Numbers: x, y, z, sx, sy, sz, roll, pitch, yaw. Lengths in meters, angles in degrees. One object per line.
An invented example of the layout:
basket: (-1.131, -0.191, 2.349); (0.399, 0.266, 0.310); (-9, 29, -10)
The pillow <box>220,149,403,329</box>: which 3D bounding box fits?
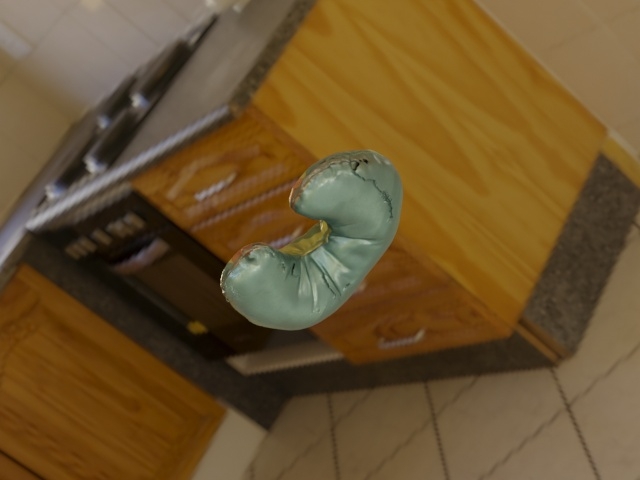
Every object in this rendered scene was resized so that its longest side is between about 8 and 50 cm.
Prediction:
pillow: (0.000, 0.000, 1.335); (0.233, 0.214, 0.086); (-49, 62, 7)
